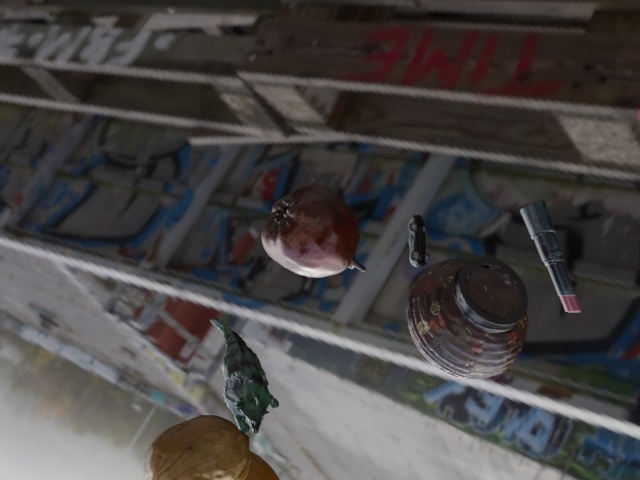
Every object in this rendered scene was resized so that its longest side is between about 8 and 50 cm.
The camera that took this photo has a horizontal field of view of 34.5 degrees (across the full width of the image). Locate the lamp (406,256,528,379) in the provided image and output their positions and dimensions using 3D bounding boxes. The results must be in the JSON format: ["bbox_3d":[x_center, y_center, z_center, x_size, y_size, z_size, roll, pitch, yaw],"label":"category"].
[{"bbox_3d":[0.269,0.145,1.915,0.247,0.247,0.247,27,160,11],"label":"lamp"}]

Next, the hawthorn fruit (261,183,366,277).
[{"bbox_3d":[0.000,0.000,2.292,0.248,0.208,0.208,39,159,-21],"label":"hawthorn fruit"}]

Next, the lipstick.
[{"bbox_3d":[0.467,0.036,2.061,0.234,0.053,0.053,68,159,6],"label":"lipstick"}]

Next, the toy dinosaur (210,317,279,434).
[{"bbox_3d":[-0.127,0.230,1.735,0.292,0.079,0.120,-117,8,-67],"label":"toy dinosaur"}]

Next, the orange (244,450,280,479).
[{"bbox_3d":[-0.172,0.459,1.787,0.193,0.219,0.219,53,155,-14],"label":"orange"}]

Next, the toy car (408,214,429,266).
[{"bbox_3d":[0.170,0.000,1.815,0.025,0.093,0.041,-10,165,31],"label":"toy car"}]

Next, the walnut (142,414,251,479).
[{"bbox_3d":[-0.188,0.340,1.568,0.144,0.180,0.144,37,140,39],"label":"walnut"}]
